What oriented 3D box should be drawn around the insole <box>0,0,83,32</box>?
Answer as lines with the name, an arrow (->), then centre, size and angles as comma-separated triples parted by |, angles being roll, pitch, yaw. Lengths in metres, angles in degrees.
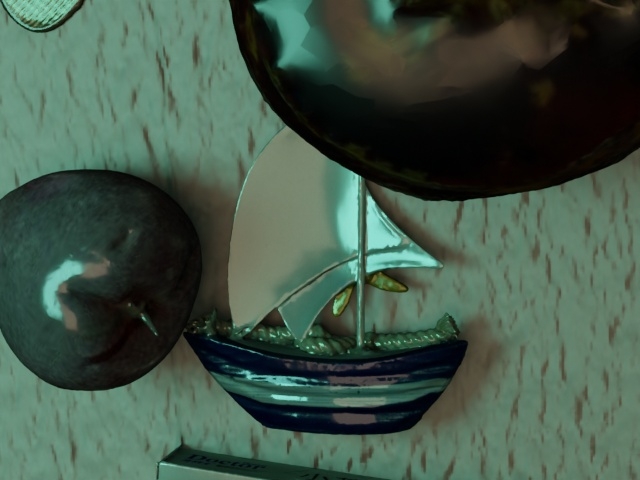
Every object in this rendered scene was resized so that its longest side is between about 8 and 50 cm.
insole -> -0.153, -0.256, 1.201 | 0.086, 0.005, 0.253 | 45, 107, 1

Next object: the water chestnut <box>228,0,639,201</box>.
water chestnut -> 0.094, -0.183, 1.009 | 0.350, 0.302, 0.350 | 2, 103, 7

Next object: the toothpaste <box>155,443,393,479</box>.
toothpaste -> 0.026, 0.225, 1.230 | 0.312, 0.071, 0.089 | 7, 99, 11

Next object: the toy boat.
toy boat -> 0.000, 0.000, 1.194 | 0.220, 0.067, 0.291 | 0, 98, 13

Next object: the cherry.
cherry -> -0.175, 0.029, 1.197 | 0.176, 0.140, 0.176 | -6, 80, 38
